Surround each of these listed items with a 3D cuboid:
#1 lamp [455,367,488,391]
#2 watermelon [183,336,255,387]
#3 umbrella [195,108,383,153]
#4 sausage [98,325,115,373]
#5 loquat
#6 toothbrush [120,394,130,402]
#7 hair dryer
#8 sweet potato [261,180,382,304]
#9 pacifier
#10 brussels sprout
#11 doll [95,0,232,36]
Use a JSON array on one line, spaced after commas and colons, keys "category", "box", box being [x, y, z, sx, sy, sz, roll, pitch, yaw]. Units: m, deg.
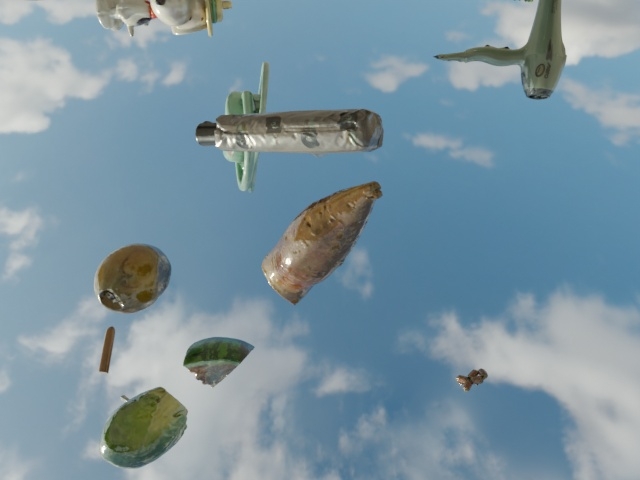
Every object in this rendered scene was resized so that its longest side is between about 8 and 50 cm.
[{"category": "lamp", "box": [0.430, 0.389, 1.445, 0.083, 0.031, 0.063, -32, -156, 0]}, {"category": "watermelon", "box": [-0.250, 0.302, 1.385, 0.146, 0.128, 0.231, -26, -179, 14]}, {"category": "umbrella", "box": [-0.064, -0.171, 0.813, 0.338, 0.067, 0.073, 6, 179, 31]}, {"category": "sausage", "box": [-0.527, 0.270, 1.269, 0.026, 0.026, 0.116, 2, -114, -3]}, {"category": "loquat", "box": [-0.516, 0.100, 1.421, 0.180, 0.179, 0.227, 15, -146, 11]}, {"category": "toothbrush", "box": [-0.462, 0.458, 1.365, 0.195, 0.014, 0.017, 17, -154, 25]}, {"category": "hair dryer", "box": [0.412, -0.450, 1.100, 0.267, 0.229, 0.092, 23, -175, 2]}, {"category": "sweet potato", "box": [-0.001, -0.003, 0.913, 0.131, 0.336, 0.131, 13, -123, -21]}, {"category": "pacifier", "box": [-0.103, -0.249, 1.246, 0.270, 0.343, 0.288, 6, -119, -7]}, {"category": "brussels sprout", "box": [-0.375, 0.402, 1.090, 0.144, 0.161, 0.180, 24, -110, 47]}, {"category": "doll", "box": [-0.369, -0.551, 1.203, 0.272, 0.143, 0.208, 8, -163, 33]}]
